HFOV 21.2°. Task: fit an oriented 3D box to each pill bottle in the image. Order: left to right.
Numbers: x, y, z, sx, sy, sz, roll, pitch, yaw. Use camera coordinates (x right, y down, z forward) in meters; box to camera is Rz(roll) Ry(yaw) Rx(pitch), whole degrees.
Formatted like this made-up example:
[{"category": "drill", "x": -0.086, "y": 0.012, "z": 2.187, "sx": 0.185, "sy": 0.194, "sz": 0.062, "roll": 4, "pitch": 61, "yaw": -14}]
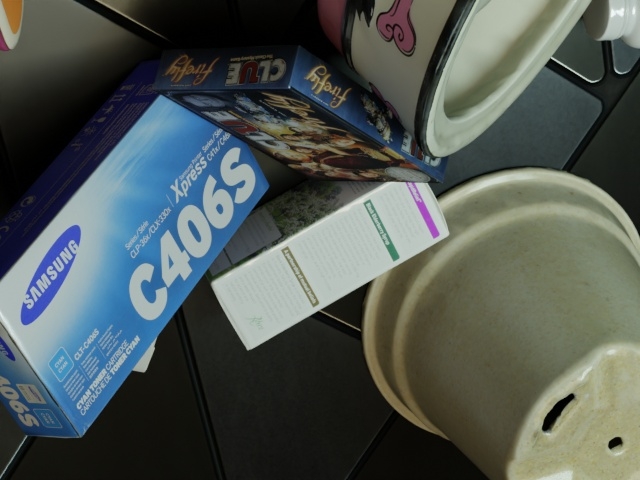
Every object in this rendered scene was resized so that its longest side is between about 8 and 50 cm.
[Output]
[{"category": "pill bottle", "x": 0.350, "y": -0.238, "z": 1.720, "sx": 0.160, "sy": 0.087, "sz": 0.087, "roll": -5, "pitch": 116, "yaw": -15}]

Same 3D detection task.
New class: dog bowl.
[{"category": "dog bowl", "x": 0.153, "y": -0.281, "z": 1.488, "sx": 0.150, "sy": 0.408, "sz": 0.408, "roll": 36, "pitch": 104, "yaw": 14}]

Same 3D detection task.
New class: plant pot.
[{"category": "plant pot", "x": 0.246, "y": 0.136, "z": 1.744, "sx": 0.334, "sy": 0.305, "sz": 0.334, "roll": -7, "pitch": 117, "yaw": -15}]

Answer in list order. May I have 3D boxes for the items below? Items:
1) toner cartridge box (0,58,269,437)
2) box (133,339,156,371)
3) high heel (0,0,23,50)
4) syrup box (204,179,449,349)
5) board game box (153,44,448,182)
[{"category": "toner cartridge box", "x": -0.187, "y": -0.002, "z": 1.549, "sx": 0.348, "sy": 0.075, "sz": 0.165, "roll": -56, "pitch": 128, "yaw": -37}, {"category": "box", "x": -0.318, "y": 0.062, "z": 1.664, "sx": 0.324, "sy": 0.067, "sz": 0.063, "roll": 13, "pitch": 106, "yaw": -24}, {"category": "high heel", "x": -0.342, "y": -0.271, "z": 1.504, "sx": 0.117, "sy": 0.082, "sz": 0.244, "roll": -2, "pitch": 133, "yaw": 14}, {"category": "syrup box", "x": 0.000, "y": 0.000, "z": 1.720, "sx": 0.237, "sy": 0.093, "sz": 0.096, "roll": -29, "pitch": 120, "yaw": -3}, {"category": "board game box", "x": -0.014, "y": -0.113, "z": 1.581, "sx": 0.243, "sy": 0.165, "sz": 0.042, "roll": 27, "pitch": 71, "yaw": -48}]
